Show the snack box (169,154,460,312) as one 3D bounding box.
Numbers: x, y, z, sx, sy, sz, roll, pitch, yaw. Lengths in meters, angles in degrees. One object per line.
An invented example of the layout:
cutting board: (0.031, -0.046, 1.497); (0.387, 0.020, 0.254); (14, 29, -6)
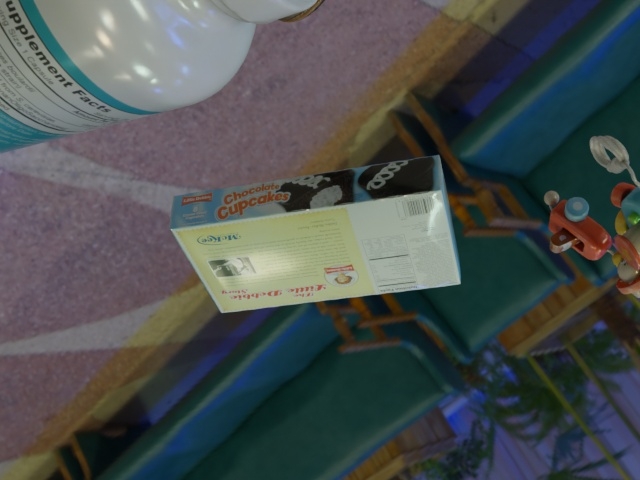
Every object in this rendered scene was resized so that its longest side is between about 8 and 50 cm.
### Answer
snack box: (0.000, 0.000, 1.061); (0.321, 0.060, 0.187); (-8, 141, 11)

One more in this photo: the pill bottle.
pill bottle: (-0.133, -0.125, 0.425); (0.264, 0.146, 0.146); (-9, 167, 27)

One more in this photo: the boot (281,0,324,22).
boot: (-0.026, -0.326, 0.869); (0.115, 0.112, 0.305); (-40, 171, -33)

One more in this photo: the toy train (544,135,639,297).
toy train: (0.215, -0.006, 0.655); (0.046, 0.125, 0.166); (-43, 162, -10)
